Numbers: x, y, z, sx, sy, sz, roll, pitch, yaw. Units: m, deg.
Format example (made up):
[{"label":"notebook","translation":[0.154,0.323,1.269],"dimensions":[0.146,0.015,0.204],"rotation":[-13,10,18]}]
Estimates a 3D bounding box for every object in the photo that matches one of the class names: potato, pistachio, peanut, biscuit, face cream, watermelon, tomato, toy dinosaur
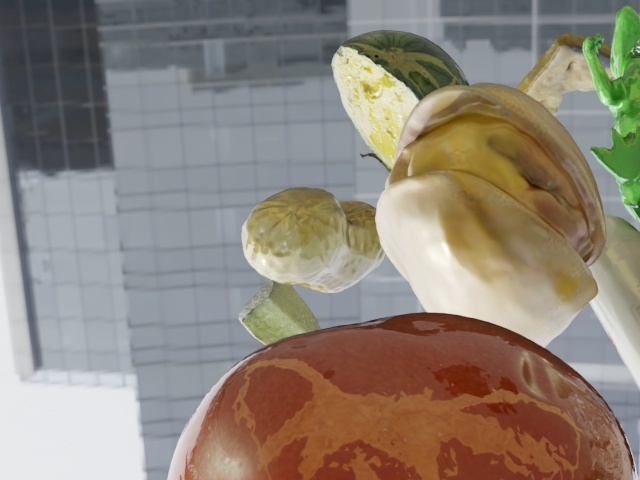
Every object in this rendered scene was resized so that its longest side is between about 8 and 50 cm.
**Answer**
[{"label":"potato","translation":[-0.059,0.132,1.965],"dimensions":[0.081,0.120,0.149],"rotation":[-42,-173,13]},{"label":"pistachio","translation":[0.167,-0.008,1.224],"dimensions":[0.229,0.309,0.230],"rotation":[-14,-130,17]},{"label":"peanut","translation":[0.000,0.000,1.791],"dimensions":[0.147,0.147,0.305],"rotation":[10,177,33]},{"label":"biscuit","translation":[0.390,-0.238,1.911],"dimensions":[0.174,0.183,0.039],"rotation":[12,-131,-29]},{"label":"face cream","translation":[0.347,0.086,1.284],"dimensions":[0.101,0.102,0.346],"rotation":[-4,-149,-5]},{"label":"watermelon","translation":[0.116,-0.170,1.536],"dimensions":[0.127,0.232,0.204],"rotation":[-40,-133,-17]},{"label":"tomato","translation":[0.058,0.185,0.912],"dimensions":[0.341,0.341,0.273],"rotation":[-11,-116,-24]},{"label":"toy dinosaur","translation":[0.414,-0.025,1.464],"dimensions":[0.143,0.500,0.374],"rotation":[-14,-170,13]}]
